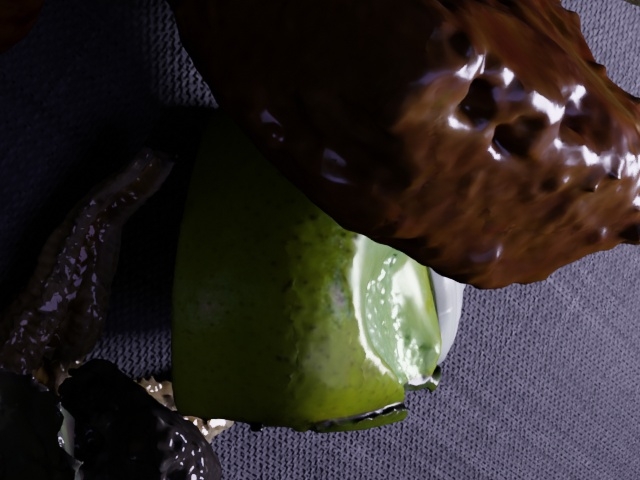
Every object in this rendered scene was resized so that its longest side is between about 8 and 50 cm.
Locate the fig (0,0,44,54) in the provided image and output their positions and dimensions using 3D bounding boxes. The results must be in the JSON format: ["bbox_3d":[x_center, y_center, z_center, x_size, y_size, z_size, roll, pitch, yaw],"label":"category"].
[{"bbox_3d":[-0.230,-0.187,1.108,0.128,0.128,0.150,27,66,-49],"label":"fig"}]

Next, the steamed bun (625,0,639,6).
[{"bbox_3d":[0.205,-0.371,1.322,0.236,0.247,0.383,-53,138,-4],"label":"steamed bun"}]

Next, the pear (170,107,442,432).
[{"bbox_3d":[0.000,0.000,1.340,0.292,0.159,0.292,-1,90,-72],"label":"pear"}]

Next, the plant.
[{"bbox_3d":[-0.161,0.162,1.251,0.131,0.142,0.203,-51,154,6],"label":"plant"}]

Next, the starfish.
[{"bbox_3d":[-0.208,0.094,1.313,0.432,0.082,0.324,-28,131,-33],"label":"starfish"}]

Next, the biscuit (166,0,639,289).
[{"bbox_3d":[0.040,-0.158,1.186,0.166,0.395,0.343,-43,143,19],"label":"biscuit"}]

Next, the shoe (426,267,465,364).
[{"bbox_3d":[0.108,-0.013,1.555,0.110,0.095,0.265,-30,129,-30],"label":"shoe"}]
